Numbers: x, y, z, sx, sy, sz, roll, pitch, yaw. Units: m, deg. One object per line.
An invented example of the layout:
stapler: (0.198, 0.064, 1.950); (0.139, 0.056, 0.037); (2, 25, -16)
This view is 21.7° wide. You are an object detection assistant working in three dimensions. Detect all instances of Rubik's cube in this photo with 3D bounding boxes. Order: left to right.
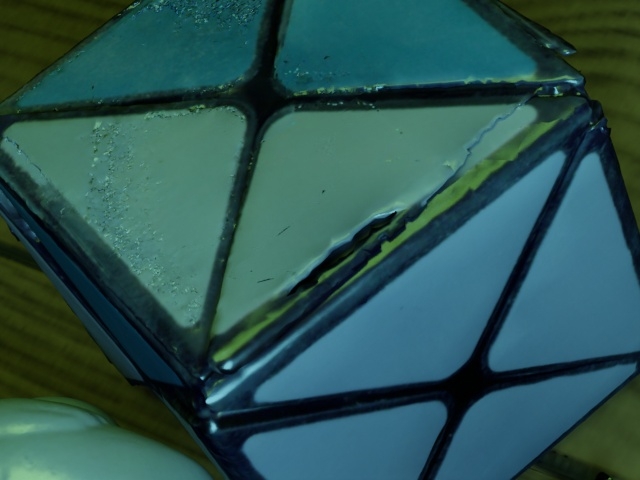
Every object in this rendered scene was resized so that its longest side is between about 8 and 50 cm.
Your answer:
Rubik's cube: (0.000, 0.000, 1.068); (0.307, 0.310, 0.305); (-38, 53, -8)

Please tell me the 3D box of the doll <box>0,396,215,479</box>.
doll: (-0.169, 0.184, 1.093); (0.251, 0.221, 0.221); (-11, 54, 27)

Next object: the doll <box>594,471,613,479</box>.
doll: (0.129, 0.212, 1.032); (0.169, 0.057, 0.109); (-42, 56, -8)
